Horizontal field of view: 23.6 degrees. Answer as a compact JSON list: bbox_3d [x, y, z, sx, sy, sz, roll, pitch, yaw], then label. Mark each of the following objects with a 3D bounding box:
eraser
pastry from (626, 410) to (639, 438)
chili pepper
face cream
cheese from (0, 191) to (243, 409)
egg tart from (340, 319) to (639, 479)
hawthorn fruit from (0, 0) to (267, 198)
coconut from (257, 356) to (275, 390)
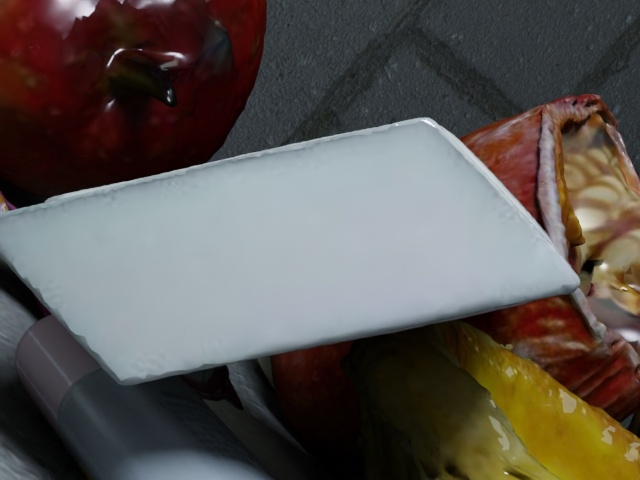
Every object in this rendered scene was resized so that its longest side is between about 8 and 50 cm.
[{"bbox_3d":[0.000,-0.001,0.734,0.397,0.213,0.082,-17,95,-84],"label":"eraser"},{"bbox_3d":[0.359,0.235,1.019,0.245,0.409,0.409,5,30,-49],"label":"pastry"},{"bbox_3d":[0.128,0.039,1.087,0.229,0.251,0.305,33,-37,-25],"label":"chili pepper"},{"bbox_3d":[-0.051,0.102,0.606,0.198,0.057,0.084,40,1,44],"label":"face cream"},{"bbox_3d":[-0.133,0.016,0.842,0.244,0.062,0.155,40,4,-22],"label":"cheese"},{"bbox_3d":[0.145,0.192,0.792,0.388,0.169,0.388,38,4,-3],"label":"egg tart"},{"bbox_3d":[-0.160,-0.161,1.084,0.285,0.285,0.369,40,6,-31],"label":"hawthorn fruit"},{"bbox_3d":[0.026,0.084,1.271,0.147,0.147,0.152,41,4,11],"label":"coconut"}]
